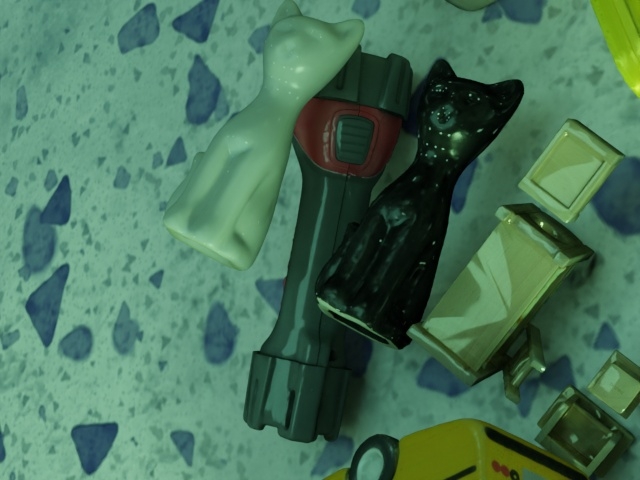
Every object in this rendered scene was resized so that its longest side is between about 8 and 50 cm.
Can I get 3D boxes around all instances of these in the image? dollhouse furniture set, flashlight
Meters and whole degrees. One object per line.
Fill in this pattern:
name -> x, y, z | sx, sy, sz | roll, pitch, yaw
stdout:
dollhouse furniture set -> 0.185, 0.039, 0.923 | 0.161, 0.101, 0.182 | 40, 106, 15
flashlight -> 0.000, 0.000, 1.076 | 0.103, 0.103, 0.304 | 10, 89, 35

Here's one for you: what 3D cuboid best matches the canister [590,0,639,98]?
canister -> 0.269, -0.181, 0.901 | 0.170, 0.073, 0.126 | -31, 58, 29

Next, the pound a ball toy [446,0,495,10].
pound a ball toy -> 0.034, -0.242, 0.957 | 0.136, 0.319, 0.208 | -22, 64, 36

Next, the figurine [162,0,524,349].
figurine -> 0.013, -0.060, 0.985 | 0.215, 0.092, 0.209 | 26, 83, 18

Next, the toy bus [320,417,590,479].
toy bus -> 0.031, 0.230, 0.924 | 0.333, 0.108, 0.130 | -36, 39, 38
